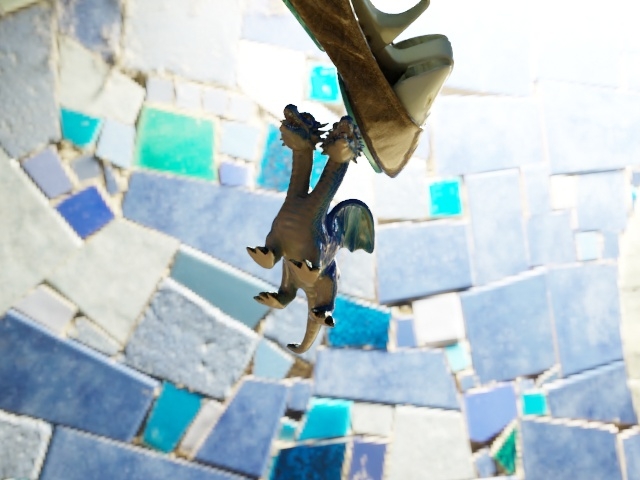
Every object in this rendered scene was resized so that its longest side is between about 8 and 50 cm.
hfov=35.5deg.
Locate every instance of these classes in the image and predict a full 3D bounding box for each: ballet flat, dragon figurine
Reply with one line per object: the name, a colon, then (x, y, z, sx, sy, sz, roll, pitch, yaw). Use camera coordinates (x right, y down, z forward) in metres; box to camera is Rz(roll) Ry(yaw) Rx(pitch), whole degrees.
ballet flat: (0.053, -0.193, 0.943, 0.124, 0.342, 0.116, -17, 42, 17)
dragon figurine: (0.000, 0.000, 0.969, 0.085, 0.289, 0.144, 16, 57, 21)
